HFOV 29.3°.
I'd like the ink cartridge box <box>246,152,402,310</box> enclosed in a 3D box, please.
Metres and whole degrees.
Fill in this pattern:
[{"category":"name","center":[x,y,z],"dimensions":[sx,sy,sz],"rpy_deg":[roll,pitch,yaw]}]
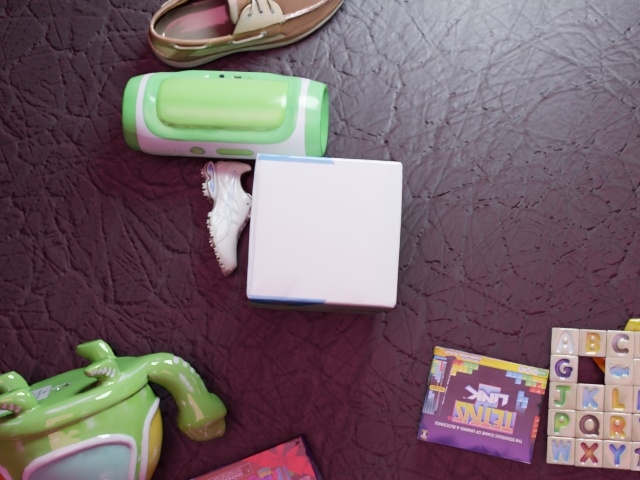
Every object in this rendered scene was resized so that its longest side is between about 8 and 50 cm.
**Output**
[{"category":"ink cartridge box","center":[0.000,0.000,1.721],"dimensions":[0.198,0.270,0.197],"rpy_deg":[4,84,-3]}]

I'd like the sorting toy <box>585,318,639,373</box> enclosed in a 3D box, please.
[{"category":"sorting toy","center":[0.541,0.234,1.776],"dimensions":[0.229,0.041,0.307],"rpy_deg":[-38,82,6]}]

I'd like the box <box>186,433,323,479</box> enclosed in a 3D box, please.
[{"category":"box","center":[-0.123,0.433,1.812],"dimensions":[0.293,0.057,0.201],"rpy_deg":[-23,84,3]}]

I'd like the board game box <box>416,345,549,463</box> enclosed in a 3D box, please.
[{"category":"board game box","center":[0.238,0.241,1.798],"dimensions":[0.170,0.048,0.141],"rpy_deg":[11,85,7]}]

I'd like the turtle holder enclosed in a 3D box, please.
[{"category":"turtle holder","center":[-0.326,0.276,1.784],"dimensions":[0.320,0.243,0.227],"rpy_deg":[-23,100,-36]}]

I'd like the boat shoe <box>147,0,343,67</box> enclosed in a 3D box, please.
[{"category":"boat shoe","center":[-0.110,-0.349,1.852],"dimensions":[0.324,0.116,0.123],"rpy_deg":[-22,83,3]}]

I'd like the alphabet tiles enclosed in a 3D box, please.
[{"category":"alphabet tiles","center":[0.446,0.228,1.747],"dimensions":[0.237,0.009,0.198],"rpy_deg":[1,81,19]}]

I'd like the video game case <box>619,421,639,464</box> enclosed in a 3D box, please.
[{"category":"video game case","center":[0.588,0.253,1.734],"dimensions":[0.196,0.026,0.274],"rpy_deg":[40,95,9]}]

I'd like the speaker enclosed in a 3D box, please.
[{"category":"speaker","center":[-0.141,-0.186,1.838],"dimensions":[0.296,0.131,0.131],"rpy_deg":[3,85,6]}]

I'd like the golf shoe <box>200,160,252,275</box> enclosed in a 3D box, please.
[{"category":"golf shoe","center":[-0.131,-0.037,1.854],"dimensions":[0.086,0.069,0.176],"rpy_deg":[-6,85,-1]}]
